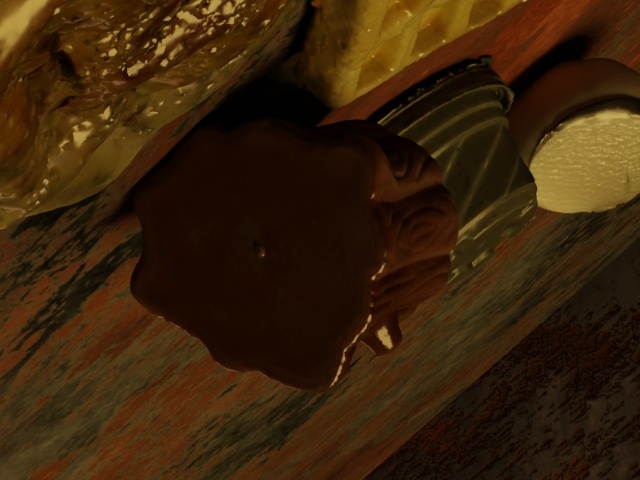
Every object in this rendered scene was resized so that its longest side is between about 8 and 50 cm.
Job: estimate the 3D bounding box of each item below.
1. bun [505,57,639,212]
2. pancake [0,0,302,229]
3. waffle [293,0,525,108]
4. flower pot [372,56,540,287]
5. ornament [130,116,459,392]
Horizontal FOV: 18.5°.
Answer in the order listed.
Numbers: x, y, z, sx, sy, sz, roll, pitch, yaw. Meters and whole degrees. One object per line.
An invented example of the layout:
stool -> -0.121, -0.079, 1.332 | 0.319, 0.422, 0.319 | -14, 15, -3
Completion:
bun -> 0.261, -0.117, 2.002 | 0.173, 0.120, 0.173 | -11, 139, -10
pancake -> -0.123, -0.116, 1.155 | 0.387, 0.082, 0.387 | -38, 169, -9
waffle -> 0.107, -0.208, 1.467 | 0.274, 0.057, 0.168 | -30, 164, -26
flower pot -> 0.111, -0.044, 1.838 | 0.235, 0.140, 0.235 | -36, 168, -9
ornament -> 0.000, 0.000, 1.568 | 0.235, 0.221, 0.217 | -34, 172, 23
